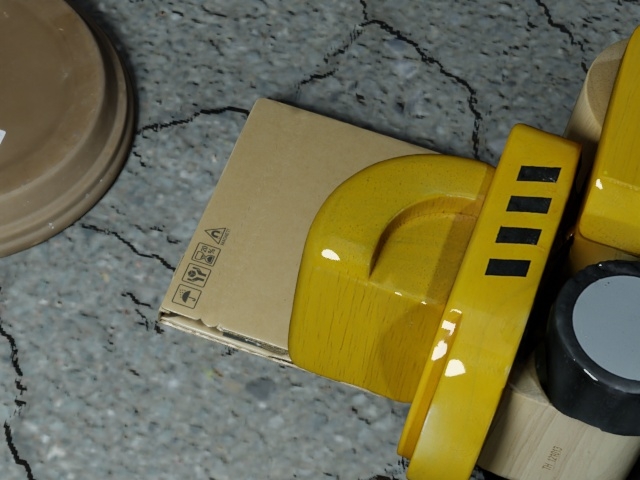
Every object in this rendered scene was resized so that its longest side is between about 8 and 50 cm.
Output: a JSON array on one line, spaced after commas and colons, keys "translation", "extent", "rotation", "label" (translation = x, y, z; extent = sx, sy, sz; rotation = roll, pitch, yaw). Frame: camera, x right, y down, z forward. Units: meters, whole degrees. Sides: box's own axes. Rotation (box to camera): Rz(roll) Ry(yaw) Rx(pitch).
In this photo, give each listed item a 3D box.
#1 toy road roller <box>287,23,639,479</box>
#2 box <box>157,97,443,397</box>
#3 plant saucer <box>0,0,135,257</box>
[{"translation": [0.122, 0.006, 1.123], "extent": [0.240, 0.202, 0.329], "rotation": [20, 54, 4], "label": "toy road roller"}, {"translation": [0.000, 0.000, 1.230], "extent": [0.164, 0.021, 0.201], "rotation": [18, 53, 6], "label": "box"}, {"translation": [-0.269, -0.103, 1.260], "extent": [0.278, 0.041, 0.278], "rotation": [4, 54, -6], "label": "plant saucer"}]
